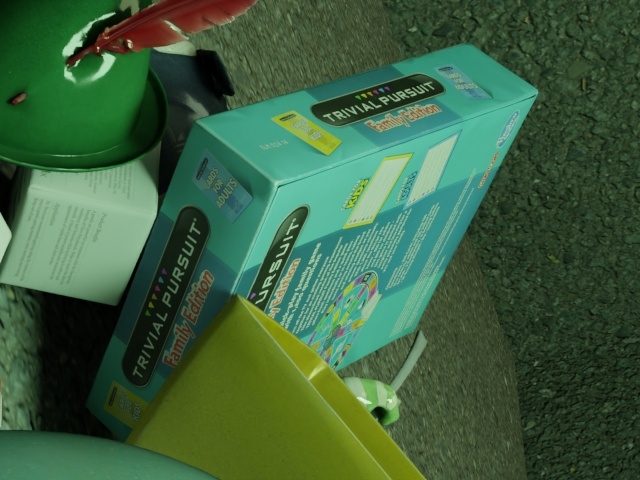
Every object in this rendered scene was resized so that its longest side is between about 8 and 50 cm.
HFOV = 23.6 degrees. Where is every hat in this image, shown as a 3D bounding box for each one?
[{"bbox_3d":[-0.140,-0.163,0.956,0.208,0.183,0.173,-5,52,-36],"label":"hat"}]

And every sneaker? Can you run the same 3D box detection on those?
[{"bbox_3d":[-0.122,-0.077,1.259,0.323,0.130,0.236,75,-8,-74],"label":"sneaker"}]

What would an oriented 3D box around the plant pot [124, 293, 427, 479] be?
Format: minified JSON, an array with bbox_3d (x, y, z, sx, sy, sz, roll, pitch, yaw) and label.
[{"bbox_3d":[-0.032,0.192,1.020,0.212,0.187,0.212,49,1,22],"label":"plant pot"}]

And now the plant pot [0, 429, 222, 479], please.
[{"bbox_3d":[-0.149,0.193,0.607,0.196,0.293,0.293,38,32,-30],"label":"plant pot"}]

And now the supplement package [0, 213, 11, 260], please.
[{"bbox_3d":[-0.261,-0.051,0.537,0.177,0.175,0.293,-85,158,-57],"label":"supplement package"}]

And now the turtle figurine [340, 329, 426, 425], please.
[{"bbox_3d":[-0.008,0.197,1.296,0.274,0.198,0.266,38,43,-63],"label":"turtle figurine"}]

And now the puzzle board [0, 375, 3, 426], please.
[{"bbox_3d":[-0.215,0.118,0.916,0.096,0.011,0.128,56,24,-55],"label":"puzzle board"}]

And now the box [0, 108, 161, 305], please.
[{"bbox_3d":[-0.162,-0.030,1.033,0.101,0.087,0.102,119,-22,-44],"label":"box"}]

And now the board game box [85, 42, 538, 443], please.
[{"bbox_3d":[0.000,0.000,1.138,0.079,0.254,0.336,39,34,22],"label":"board game box"}]
